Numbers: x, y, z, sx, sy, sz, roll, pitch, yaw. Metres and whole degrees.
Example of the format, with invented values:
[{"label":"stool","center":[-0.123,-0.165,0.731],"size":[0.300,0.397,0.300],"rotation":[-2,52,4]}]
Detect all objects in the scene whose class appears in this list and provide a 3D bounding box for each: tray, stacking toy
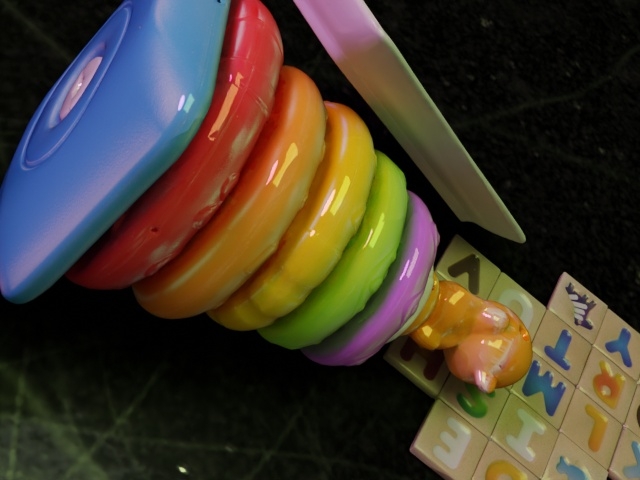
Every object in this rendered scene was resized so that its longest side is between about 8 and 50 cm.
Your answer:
[{"label":"tray","center":[0.040,-0.090,0.610],"size":[0.145,0.030,0.270],"rotation":[59,10,30]},{"label":"stacking toy","center":[0.000,0.000,0.562],"size":[0.302,0.166,0.175],"rotation":[32,37,-26]}]

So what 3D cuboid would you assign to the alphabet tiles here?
[{"label":"alphabet tiles","center":[0.153,0.106,0.665],"size":[0.237,0.009,0.198],"rotation":[39,48,-4]}]
